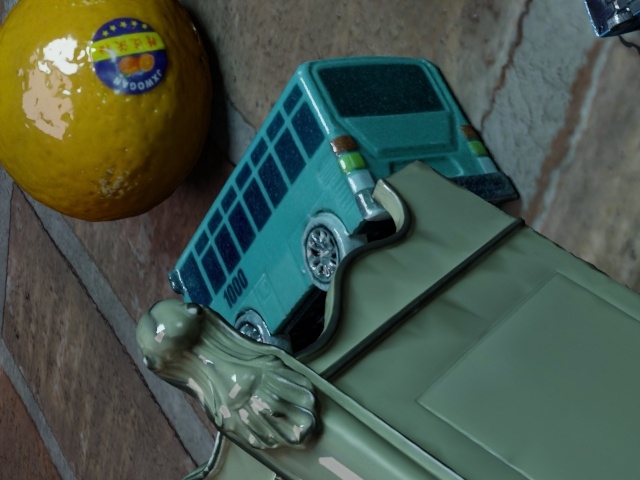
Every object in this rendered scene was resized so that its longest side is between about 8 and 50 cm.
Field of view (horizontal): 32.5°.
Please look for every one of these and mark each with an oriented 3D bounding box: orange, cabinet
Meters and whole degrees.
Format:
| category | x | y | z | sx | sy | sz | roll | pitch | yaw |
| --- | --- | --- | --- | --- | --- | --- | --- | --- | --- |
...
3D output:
| category | x | y | z | sx | sy | sz | roll | pitch | yaw |
| --- | --- | --- | --- | --- | --- | --- | --- | --- | --- |
| orange | -0.195 | -0.126 | 0.958 | 0.219 | 0.193 | 0.219 | 163 | 90 | -73 |
| cabinet | 0.079 | 0.175 | 0.500 | 0.318 | 0.227 | 0.290 | 32 | 128 | 20 |

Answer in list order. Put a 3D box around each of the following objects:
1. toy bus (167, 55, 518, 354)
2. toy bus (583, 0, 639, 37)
| category | x | y | z | sx | sy | sz | roll | pitch | yaw |
| --- | --- | --- | --- | --- | --- | --- | --- | --- | --- |
| toy bus | 0.000 | 0.000 | 0.754 | 0.256 | 0.128 | 0.147 | -51 | 56 | 47 |
| toy bus | 0.168 | -0.133 | 0.537 | 0.083 | 0.046 | 0.038 | -30 | 74 | 58 |
